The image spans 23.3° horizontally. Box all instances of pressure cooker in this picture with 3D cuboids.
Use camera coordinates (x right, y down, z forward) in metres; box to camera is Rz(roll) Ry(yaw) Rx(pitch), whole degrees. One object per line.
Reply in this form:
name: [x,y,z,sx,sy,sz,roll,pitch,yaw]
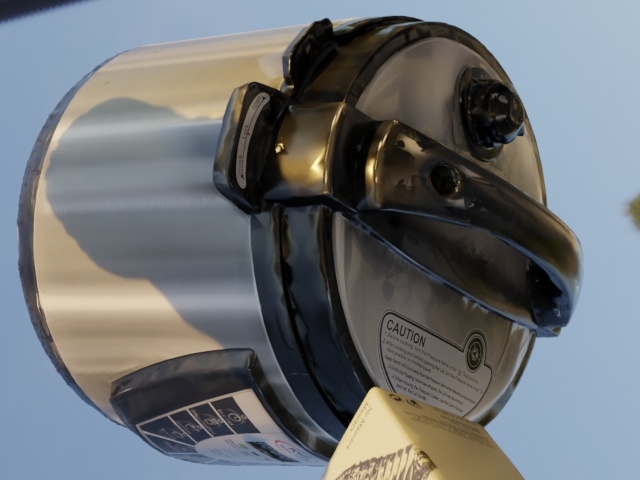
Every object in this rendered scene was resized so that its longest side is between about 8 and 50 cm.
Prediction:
pressure cooker: [0.000,-0.006,1.307,0.370,0.420,0.376,-37,-62,-48]

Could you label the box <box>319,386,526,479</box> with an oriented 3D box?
box: [0.083,0.201,0.926,0.094,0.113,0.275,23,-169,-22]
